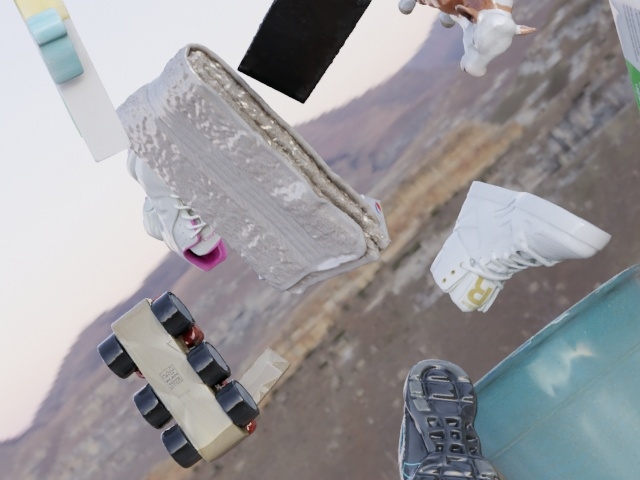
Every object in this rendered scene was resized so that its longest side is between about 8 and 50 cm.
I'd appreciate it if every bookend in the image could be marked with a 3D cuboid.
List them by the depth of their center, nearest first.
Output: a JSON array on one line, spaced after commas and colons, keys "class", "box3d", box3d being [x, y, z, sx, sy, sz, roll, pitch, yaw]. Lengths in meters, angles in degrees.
[{"class": "bookend", "box3d": [0.004, -0.235, 1.013, 0.156, 0.072, 0.157, -50, 17, 55]}]

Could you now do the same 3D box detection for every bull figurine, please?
[{"class": "bull figurine", "box3d": [0.150, -0.341, 1.336, 0.101, 0.310, 0.188, -15, 2, -23]}]

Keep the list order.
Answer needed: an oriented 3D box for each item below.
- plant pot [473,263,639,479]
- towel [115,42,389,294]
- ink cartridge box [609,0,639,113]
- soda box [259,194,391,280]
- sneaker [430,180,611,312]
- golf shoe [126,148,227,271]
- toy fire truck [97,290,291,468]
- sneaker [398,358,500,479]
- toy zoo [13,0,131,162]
[{"class": "plant pot", "box3d": [0.387, 0.264, 1.465, 0.341, 0.334, 0.341, -36, -13, -10]}, {"class": "towel", "box3d": [-0.076, -0.060, 1.134, 0.187, 0.282, 0.049, -26, 25, 52]}, {"class": "ink cartridge box", "box3d": [0.450, -0.173, 1.130, 0.121, 0.211, 0.289, -40, 43, -11]}, {"class": "soda box", "box3d": [0.000, 0.000, 1.787, 0.216, 0.074, 0.069, -21, -17, 27]}, {"class": "sneaker", "box3d": [0.243, 0.027, 1.426, 0.169, 0.108, 0.292, -61, 20, -2]}, {"class": "golf shoe", "box3d": [-0.187, -0.064, 1.585, 0.115, 0.140, 0.306, -38, -22, -17]}, {"class": "toy fire truck", "box3d": [-0.151, 0.173, 1.511, 0.158, 0.217, 0.246, -38, -10, 2]}, {"class": "sneaker", "box3d": [0.133, 0.252, 1.186, 0.267, 0.101, 0.106, -86, 3, -49]}, {"class": "toy zoo", "box3d": [-0.202, -0.160, 0.832, 0.030, 0.192, 0.293, -26, 15, -9]}]
